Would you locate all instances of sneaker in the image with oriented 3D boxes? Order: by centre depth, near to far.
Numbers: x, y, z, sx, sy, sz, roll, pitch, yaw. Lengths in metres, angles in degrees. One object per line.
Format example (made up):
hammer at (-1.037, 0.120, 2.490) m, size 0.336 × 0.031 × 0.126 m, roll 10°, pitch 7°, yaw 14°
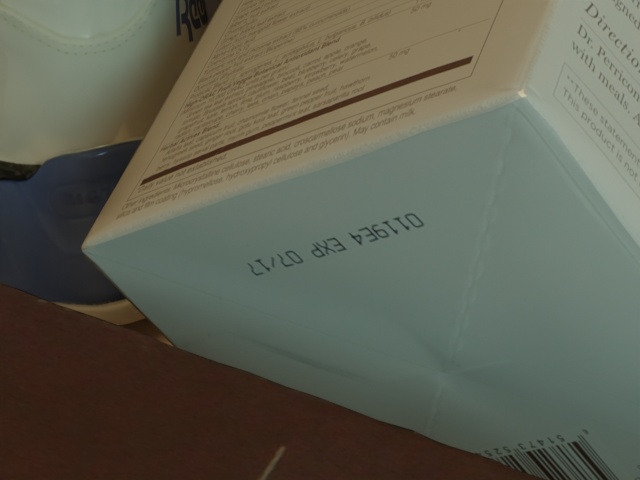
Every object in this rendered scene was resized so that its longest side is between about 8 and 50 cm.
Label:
sneaker at (-0.102, -0.136, 0.601) m, size 0.127 × 0.182 × 0.315 m, roll -14°, pitch 41°, yaw -16°

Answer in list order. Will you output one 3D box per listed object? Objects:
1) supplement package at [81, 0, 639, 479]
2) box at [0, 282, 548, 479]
supplement package at (0.069, -0.056, 0.486) m, size 0.139 × 0.134 × 0.244 m, roll -17°, pitch 36°, yaw 41°
box at (0.038, 0.158, 0.299) m, size 0.381 × 0.143 × 0.191 m, roll 20°, pitch 46°, yaw 19°
